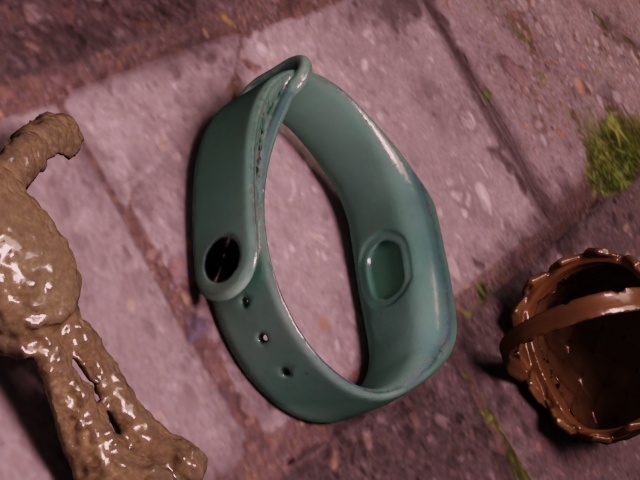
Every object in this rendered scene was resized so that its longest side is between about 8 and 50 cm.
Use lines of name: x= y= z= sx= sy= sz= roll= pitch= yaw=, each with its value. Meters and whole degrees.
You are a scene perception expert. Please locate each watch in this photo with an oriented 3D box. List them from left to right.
watch: x=0.000 y=0.000 z=1.096 sx=0.195 sy=0.068 sz=0.237 roll=21 pitch=53 yaw=-43

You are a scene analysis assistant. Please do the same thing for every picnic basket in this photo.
picnic basket: x=0.199 y=0.074 z=1.250 sx=0.178 sy=0.128 sz=0.137 roll=30 pitch=37 yaw=-65

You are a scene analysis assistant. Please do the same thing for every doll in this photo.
doll: x=-0.161 y=0.014 z=0.847 sx=0.203 sy=0.091 sz=0.285 roll=-7 pitch=82 yaw=-44
